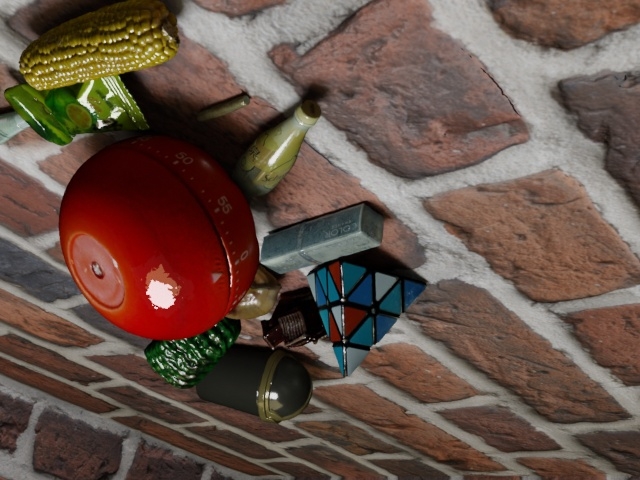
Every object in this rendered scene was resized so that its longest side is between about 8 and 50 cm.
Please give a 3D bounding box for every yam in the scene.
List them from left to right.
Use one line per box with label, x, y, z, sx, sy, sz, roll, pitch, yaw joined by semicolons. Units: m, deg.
yam;-0.166;-0.222;1.260;0.116;0.021;0.021;-13;142;35

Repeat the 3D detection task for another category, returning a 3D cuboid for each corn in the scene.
corn;-0.328;-0.295;1.118;0.310;0.101;0.101;-3;148;31

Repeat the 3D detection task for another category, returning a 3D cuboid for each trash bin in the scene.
trash bin;-0.185;0.420;2.212;0.333;0.214;0.214;11;152;19

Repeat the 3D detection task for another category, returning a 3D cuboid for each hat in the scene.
hat;-0.387;0.204;1.941;0.332;0.242;0.274;42;121;-7

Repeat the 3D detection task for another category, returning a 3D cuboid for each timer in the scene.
timer;-0.299;-0.001;1.358;0.378;0.279;0.378;23;130;30

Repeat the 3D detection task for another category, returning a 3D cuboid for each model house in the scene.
model house;-0.051;0.208;1.833;0.141;0.164;0.203;36;145;-28

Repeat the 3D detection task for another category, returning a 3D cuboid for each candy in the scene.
candy;-0.412;-0.233;1.287;0.246;0.069;0.149;-1;144;31

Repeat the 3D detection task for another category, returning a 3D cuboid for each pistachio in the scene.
pistachio;-0.186;0.129;1.790;0.165;0.131;0.210;-17;176;-44

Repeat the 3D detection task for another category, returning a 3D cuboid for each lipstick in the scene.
lipstick;0.000;0.000;1.529;0.289;0.077;0.076;-18;142;41

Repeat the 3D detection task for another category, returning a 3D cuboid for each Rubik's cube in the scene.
Rubik's cube;0.026;0.097;1.649;0.234;0.284;0.250;25;160;48

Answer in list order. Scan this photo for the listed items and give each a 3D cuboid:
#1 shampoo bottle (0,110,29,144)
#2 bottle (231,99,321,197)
shampoo bottle;-0.607;-0.216;1.416;0.190;0.041;0.069;-10;138;34
bottle;-0.074;-0.156;1.276;0.083;0.083;0.269;22;150;-18
